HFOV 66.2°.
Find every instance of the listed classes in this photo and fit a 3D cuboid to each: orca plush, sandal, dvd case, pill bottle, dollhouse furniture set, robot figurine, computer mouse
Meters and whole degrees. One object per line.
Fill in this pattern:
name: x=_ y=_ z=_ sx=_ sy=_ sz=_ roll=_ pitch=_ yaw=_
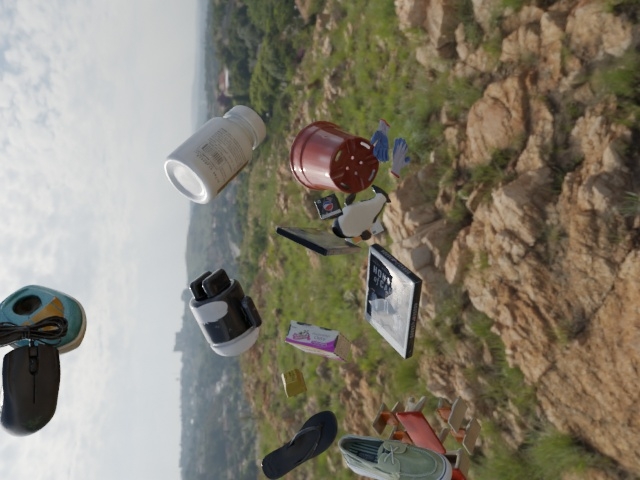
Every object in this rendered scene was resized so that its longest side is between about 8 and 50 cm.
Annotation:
orca plush: x=0.108 y=-0.088 z=1.571 sx=0.102 sy=0.151 sz=0.287 roll=-14 pitch=31 yaw=44
sandal: x=-0.051 y=0.587 z=1.396 sx=0.097 sy=0.254 sz=0.054 roll=49 pitch=168 yaw=18
dvd case: x=0.000 y=0.000 z=1.518 sx=0.253 sy=0.180 sz=0.022 roll=-2 pitch=-65 yaw=-62
pill bottle: x=-0.228 y=-0.201 z=1.108 sx=0.229 sy=0.131 sz=0.131 roll=-53 pitch=-7 yaw=-32
dollhouse furniture set: x=0.299 y=0.559 z=1.328 sx=0.262 sy=0.135 sz=0.259 roll=-22 pitch=106 yaw=42
robot figurine: x=-0.303 y=0.230 z=1.554 sx=0.278 sy=0.174 sz=0.209 roll=67 pitch=163 yaw=-16
dvd case: x=0.174 y=0.149 z=1.211 sx=0.179 sy=0.030 sz=0.238 roll=43 pitch=143 yaw=47
computer mouse: x=-0.656 y=0.315 z=1.097 sx=0.072 sy=0.189 sz=0.272 roll=6 pitch=97 yaw=47

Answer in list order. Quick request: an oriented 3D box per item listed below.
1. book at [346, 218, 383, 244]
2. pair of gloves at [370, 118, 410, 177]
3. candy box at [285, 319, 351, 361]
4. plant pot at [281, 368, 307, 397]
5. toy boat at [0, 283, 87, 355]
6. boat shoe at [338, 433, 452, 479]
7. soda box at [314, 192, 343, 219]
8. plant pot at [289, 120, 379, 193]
book: x=0.154 y=-0.049 z=1.863 sx=0.096 sy=0.144 sz=0.035 roll=64 pitch=-176 yaw=0
pair of gloves: x=0.242 y=-0.308 z=1.663 sx=0.023 sy=0.198 sz=0.159 roll=-12 pitch=55 yaw=45
candy box: x=-0.001 y=0.324 z=1.564 sx=0.233 sy=0.159 sz=0.071 roll=58 pitch=-135 yaw=-65
plant pot: x=-0.107 y=0.538 z=1.882 sx=0.083 sy=0.081 sz=0.081 roll=72 pitch=178 yaw=-50
toy boat: x=-0.768 y=0.243 z=1.255 sx=0.148 sy=0.268 sz=0.318 roll=92 pitch=-156 yaw=-45
boat shoe: x=0.174 y=0.552 z=1.225 sx=0.302 sy=0.094 sz=0.109 roll=-11 pitch=40 yaw=37
soda box: x=0.025 y=-0.087 z=1.321 sx=0.169 sy=0.060 sz=0.053 roll=1 pitch=-112 yaw=-85
plant pot: x=0.063 y=-0.293 z=1.810 sx=0.265 sy=0.273 sz=0.272 roll=32 pitch=121 yaw=58
